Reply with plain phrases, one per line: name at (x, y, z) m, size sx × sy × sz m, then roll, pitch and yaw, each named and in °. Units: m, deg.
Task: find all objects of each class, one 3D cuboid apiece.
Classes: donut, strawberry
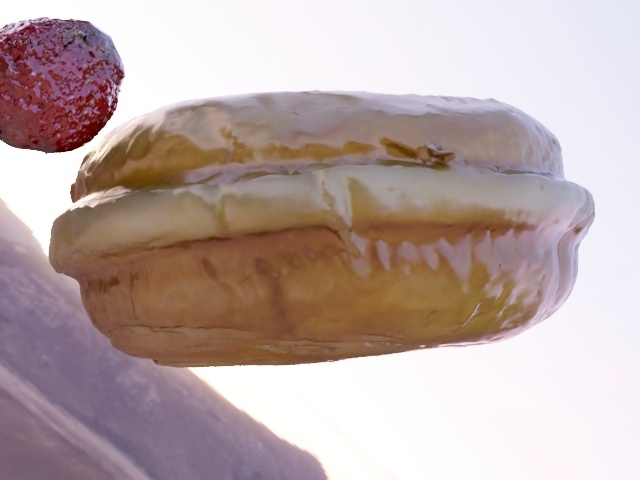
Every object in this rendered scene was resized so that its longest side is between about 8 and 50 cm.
donut at (0.000, 0.000, 0.742) m, size 0.449 × 0.449 × 0.198 m, roll 160°, pitch -73°, yaw -74°
strawberry at (-0.182, -0.108, 0.591) m, size 0.106 × 0.106 × 0.106 m, roll 39°, pitch -15°, yaw 12°
